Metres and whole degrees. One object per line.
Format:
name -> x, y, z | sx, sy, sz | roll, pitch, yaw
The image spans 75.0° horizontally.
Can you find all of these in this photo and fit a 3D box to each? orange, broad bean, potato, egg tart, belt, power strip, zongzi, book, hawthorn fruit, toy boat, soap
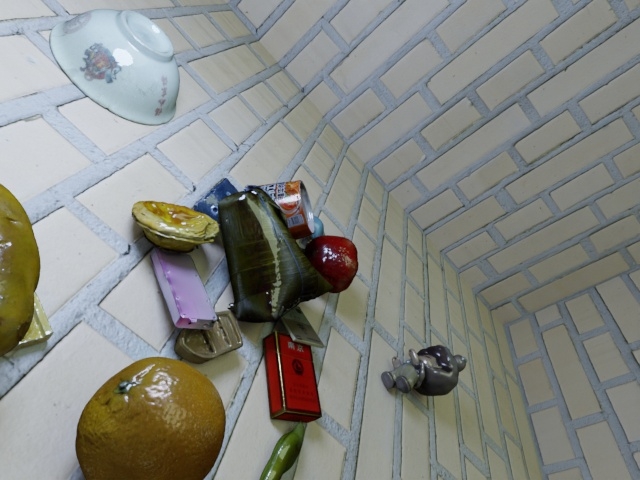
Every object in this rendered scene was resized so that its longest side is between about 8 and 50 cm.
orange -> -0.301, 0.338, 0.754 | 0.264, 0.264, 0.264 | 38, 33, -29
broad bean -> -0.109, 0.567, 1.021 | 0.075, 0.067, 0.325 | 51, 33, -7
potato -> -0.592, 0.039, 0.695 | 0.196, 0.176, 0.369 | -11, 59, -14
egg tart -> -0.397, -0.035, 1.137 | 0.241, 0.105, 0.241 | 20, 14, -5
belt -> -0.323, -0.105, 1.351 | 0.128, 0.122, 0.218 | 50, 27, -16
power strip -> -0.354, 0.117, 1.073 | 0.109, 0.037, 0.279 | 18, 28, -48
zongzi -> -0.118, 0.026, 1.339 | 0.432, 0.208, 0.403 | -11, 88, -53
book -> -0.077, 0.267, 1.356 | 0.138, 0.016, 0.198 | 27, 15, -42
hawthorn fruit -> 0.013, 0.071, 1.597 | 0.266, 0.230, 0.210 | 29, 69, -4
toy boat -> -0.295, 0.253, 1.071 | 0.188, 0.061, 0.116 | -2, 62, -58
soap -> -0.606, 0.087, 0.797 | 0.252, 0.037, 0.092 | 60, 27, 11

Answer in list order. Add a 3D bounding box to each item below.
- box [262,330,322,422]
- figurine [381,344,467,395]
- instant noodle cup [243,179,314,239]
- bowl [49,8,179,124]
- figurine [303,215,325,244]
box -> -0.085, 0.399, 1.225 | 0.153, 0.074, 0.239 | 24, 39, -38
figurine -> 0.422, 0.545, 1.712 | 0.381, 0.248, 0.203 | 4, 60, -40
instant noodle cup -> -0.137, -0.093, 1.454 | 0.250, 0.192, 0.250 | -12, 90, -81
bowl -> -0.616, -0.613, 1.374 | 0.435, 0.196, 0.434 | 37, 34, -30
figurine -> 0.009, -0.002, 1.773 | 0.260, 0.103, 0.205 | 56, 28, -20
